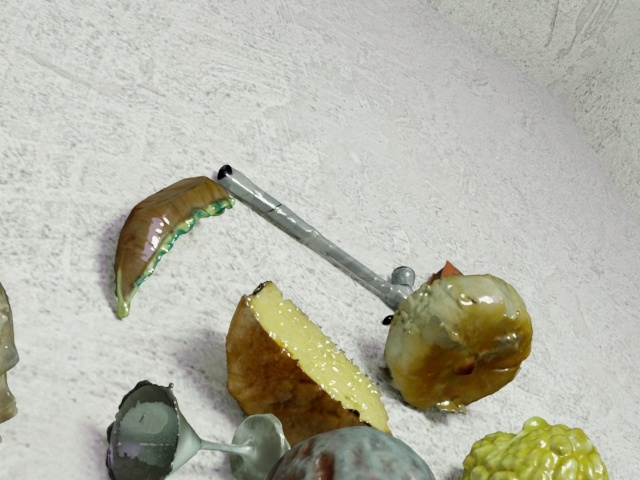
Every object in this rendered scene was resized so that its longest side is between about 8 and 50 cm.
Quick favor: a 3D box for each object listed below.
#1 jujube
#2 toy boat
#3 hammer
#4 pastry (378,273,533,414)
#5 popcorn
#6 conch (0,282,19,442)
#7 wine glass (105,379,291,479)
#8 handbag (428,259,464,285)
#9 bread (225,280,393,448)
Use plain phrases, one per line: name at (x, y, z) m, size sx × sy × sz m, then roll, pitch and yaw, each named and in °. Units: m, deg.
jujube at (0.043, 0.362, 0.891) m, size 0.246 × 0.215 × 0.308 m, roll 64°, pitch 11°, yaw -46°
toy boat at (-0.209, -0.013, 1.169) m, size 0.293 × 0.109 × 0.099 m, roll -55°, pitch 131°, yaw -56°
hammer at (0.001, -0.001, 1.494) m, size 0.427 × 0.044 × 0.152 m, roll 36°, pitch 30°, yaw -15°
pastry at (0.223, 0.165, 1.366) m, size 0.257 × 0.235 × 0.120 m, roll 24°, pitch 26°, yaw -33°
popcorn at (0.328, 0.383, 1.265) m, size 0.251 × 0.206 × 0.237 m, roll 59°, pitch 9°, yaw -12°
conch at (-0.376, 0.058, 0.754) m, size 0.297 × 0.210 × 0.352 m, roll 39°, pitch 27°, yaw -44°
wine glass at (-0.128, 0.227, 0.952) m, size 0.183 × 0.122 × 0.122 m, roll 24°, pitch 35°, yaw -45°
handbag at (0.253, 0.131, 1.637) m, size 0.127 × 0.063 × 0.190 m, roll 43°, pitch 31°, yaw -5°
bread at (-0.036, 0.181, 1.108) m, size 0.260 × 0.134 × 0.129 m, roll 49°, pitch 17°, yaw -5°
